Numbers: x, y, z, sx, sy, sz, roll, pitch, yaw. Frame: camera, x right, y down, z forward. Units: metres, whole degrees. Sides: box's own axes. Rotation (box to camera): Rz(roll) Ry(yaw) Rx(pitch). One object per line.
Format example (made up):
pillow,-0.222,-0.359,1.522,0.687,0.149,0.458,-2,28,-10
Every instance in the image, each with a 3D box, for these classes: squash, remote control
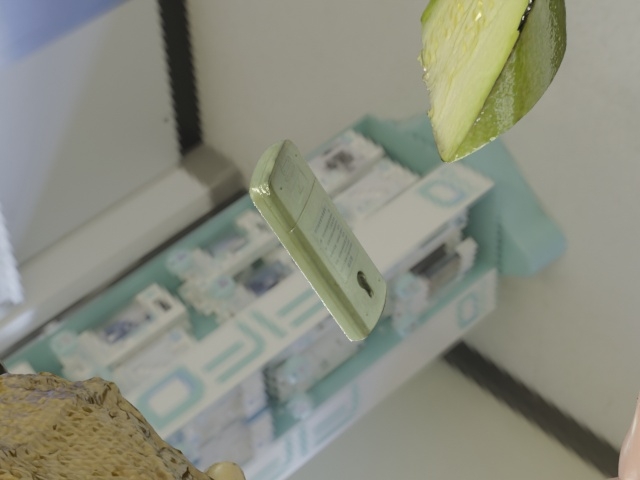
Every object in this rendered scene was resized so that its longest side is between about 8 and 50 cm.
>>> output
squash,0.149,-0.223,1.370,0.155,0.204,0.236,47,-154,-39
remote control,0.000,0.000,1.641,0.038,0.098,0.233,-16,123,31

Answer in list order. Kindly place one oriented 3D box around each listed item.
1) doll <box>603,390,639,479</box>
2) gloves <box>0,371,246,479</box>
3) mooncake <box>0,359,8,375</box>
doll,0.231,0.234,0.990,0.284,0.268,0.216,18,156,16
gloves,-0.101,0.165,0.449,0.155,0.356,0.203,13,118,14
mooncake,-0.416,0.162,1.368,0.381,0.212,0.351,53,157,-17
